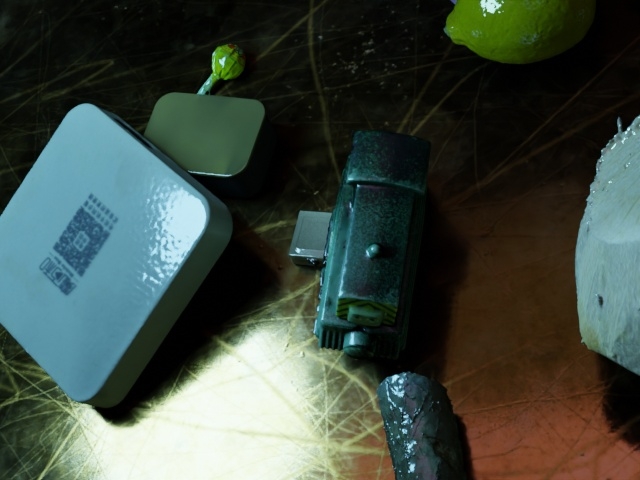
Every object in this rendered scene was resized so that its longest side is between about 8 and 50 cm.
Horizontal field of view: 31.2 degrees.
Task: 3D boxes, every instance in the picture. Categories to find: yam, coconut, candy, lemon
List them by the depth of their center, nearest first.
[{"bbox_3d":[0.474,0.031,1.380,0.346,0.360,0.346,0,26,0],"label":"coconut"},{"bbox_3d":[0.135,0.272,1.501,0.107,0.107,0.183,-15,62,11],"label":"yam"},{"bbox_3d":[0.307,-0.358,1.738,0.248,0.184,0.184,-18,59,8],"label":"lemon"},{"bbox_3d":[-0.201,-0.254,1.940,0.058,0.062,0.194,43,91,-13],"label":"candy"}]

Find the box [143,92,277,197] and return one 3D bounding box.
[{"bbox_3d":[-0.178,-0.150,1.845,0.201,0.090,0.144,7,65,22],"label":"box"}]

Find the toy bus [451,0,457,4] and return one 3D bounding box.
[{"bbox_3d":[0.219,-0.465,1.814,0.108,0.199,0.096,-36,57,2],"label":"toy bus"}]

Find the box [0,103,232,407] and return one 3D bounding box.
[{"bbox_3d":[-0.347,0.020,1.771,0.367,0.090,0.373,39,99,32],"label":"box"}]

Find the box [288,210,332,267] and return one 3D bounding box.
[{"bbox_3d":[0.000,0.000,1.735,0.079,0.035,0.083,5,65,21],"label":"box"}]

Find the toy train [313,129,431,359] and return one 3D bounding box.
[{"bbox_3d":[0.075,-0.003,1.613,0.139,0.178,0.330,9,65,2],"label":"toy train"}]
